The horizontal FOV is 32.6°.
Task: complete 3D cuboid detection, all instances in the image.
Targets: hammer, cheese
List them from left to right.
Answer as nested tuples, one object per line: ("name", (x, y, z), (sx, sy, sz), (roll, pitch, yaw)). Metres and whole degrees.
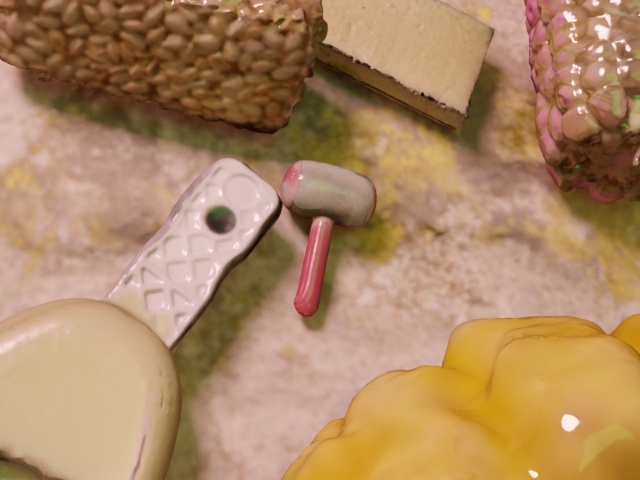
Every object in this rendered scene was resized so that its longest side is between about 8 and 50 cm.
("cheese", (-0.099, 0.051, 0.515), (0.127, 0.050, 0.235), (36, 64, -2))
("hammer", (0.000, 0.000, 0.578), (0.052, 0.031, 0.083), (14, 75, -10))

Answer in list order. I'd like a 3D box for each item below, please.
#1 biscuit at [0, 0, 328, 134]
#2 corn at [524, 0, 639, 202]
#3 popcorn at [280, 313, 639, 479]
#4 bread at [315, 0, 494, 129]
("biscuit", (-0.081, -0.112, 0.562), (0.168, 0.082, 0.070), (15, 48, -12))
("corn", (0.174, -0.192, 0.658), (0.126, 0.126, 0.335), (12, 73, -15))
("popcorn", (0.133, 0.202, 0.369), (0.349, 0.381, 0.349), (-11, 114, -25))
("bread", (0.025, -0.124, 0.628), (0.153, 0.028, 0.068), (25, 66, -8))
